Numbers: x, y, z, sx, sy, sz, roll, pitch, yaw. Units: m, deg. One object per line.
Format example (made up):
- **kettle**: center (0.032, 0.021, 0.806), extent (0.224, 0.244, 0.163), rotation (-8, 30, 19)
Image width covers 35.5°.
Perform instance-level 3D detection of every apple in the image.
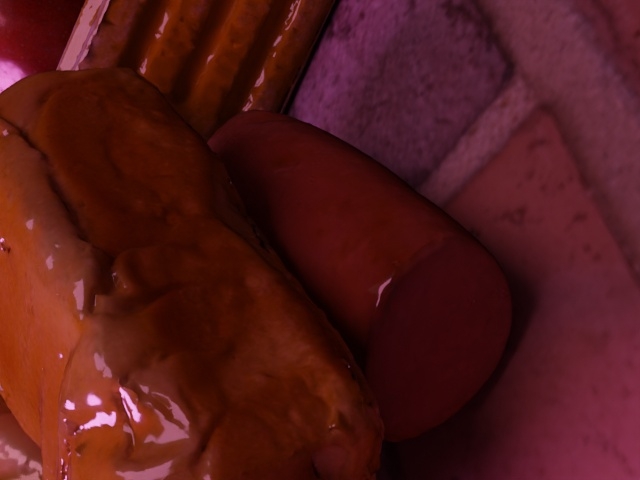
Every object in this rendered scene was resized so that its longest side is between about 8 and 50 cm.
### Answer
- **apple**: center (-0.244, -0.177, 0.950), extent (0.218, 0.201, 0.218), rotation (-26, 58, 53)

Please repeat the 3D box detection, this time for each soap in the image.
- **soap**: center (-0.076, -0.185, 0.737), extent (0.257, 0.160, 0.080), rotation (-64, 31, 7)

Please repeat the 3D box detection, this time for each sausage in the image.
- **sausage**: center (0.000, 0.000, 0.569), extent (0.113, 0.113, 0.259), rotation (-63, 34, 11)

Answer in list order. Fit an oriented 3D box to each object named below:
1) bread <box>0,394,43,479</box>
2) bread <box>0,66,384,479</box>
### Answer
- **bread**: center (-0.168, 0.225, 0.615), extent (0.316, 0.211, 0.270), rotation (22, 86, 46)
- **bread**: center (-0.090, 0.053, 0.503), extent (0.294, 0.132, 0.167), rotation (57, 143, 38)
